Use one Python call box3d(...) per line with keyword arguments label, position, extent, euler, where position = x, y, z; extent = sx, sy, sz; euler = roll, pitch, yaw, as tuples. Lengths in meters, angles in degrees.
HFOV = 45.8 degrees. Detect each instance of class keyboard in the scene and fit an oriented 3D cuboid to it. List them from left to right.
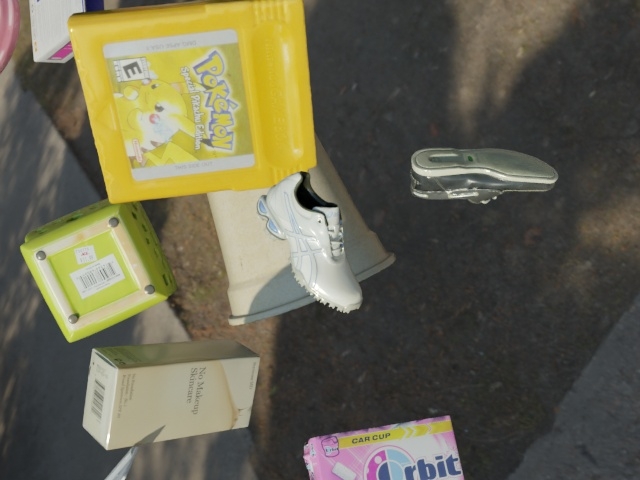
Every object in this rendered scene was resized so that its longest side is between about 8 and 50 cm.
box3d(label="keyboard", position=(-0.399, 0.467, 1.386), extent=(0.256, 0.014, 0.072), euler=(-50, 20, 32))

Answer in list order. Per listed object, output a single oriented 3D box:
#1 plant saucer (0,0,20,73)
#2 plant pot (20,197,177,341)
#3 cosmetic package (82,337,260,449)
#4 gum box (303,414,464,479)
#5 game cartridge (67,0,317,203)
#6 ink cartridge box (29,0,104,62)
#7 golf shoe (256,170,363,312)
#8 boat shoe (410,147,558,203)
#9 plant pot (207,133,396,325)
box3d(label="plant saucer", position=(-0.730, -0.420, 1.397), extent=(0.332, 0.332, 0.084), euler=(-60, -4, 5))
box3d(label="plant pot", position=(-0.408, 0.051, 1.401), extent=(0.228, 0.227, 0.207), euler=(-25, 9, -9))
box3d(label="cosmetic package", position=(-0.280, 0.285, 1.449), extent=(0.113, 0.309, 0.160), euler=(20, 104, 48))
box3d(label="gum box", position=(0.076, 0.287, 0.934), extent=(0.062, 0.188, 0.107), euler=(117, 145, -67))
box3d(label="game cartridge", position=(-0.173, -0.201, 1.104), extent=(0.052, 0.324, 0.285), euler=(-98, 2, -61))
box3d(label="ink cartridge box", position=(-0.423, -0.416, 1.272), extent=(0.371, 0.069, 0.175), euler=(4, 98, 60))
box3d(label="golf shoe", position=(0.000, 0.000, 0.875), extent=(0.176, 0.069, 0.086), euler=(52, 126, 7))
box3d(label="boat shoe", position=(0.261, -0.100, 1.223), extent=(0.084, 0.233, 0.079), euler=(-85, -4, -52))
box3d(label="plant pot", position=(-0.069, -0.047, 1.409), extent=(0.334, 0.334, 0.305), euler=(-18, 95, 43))
